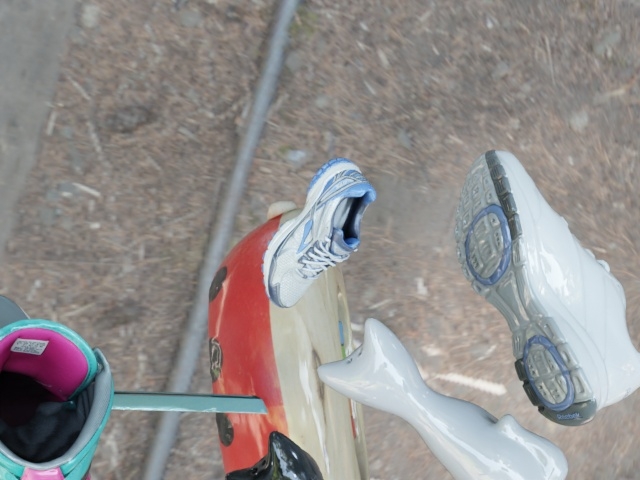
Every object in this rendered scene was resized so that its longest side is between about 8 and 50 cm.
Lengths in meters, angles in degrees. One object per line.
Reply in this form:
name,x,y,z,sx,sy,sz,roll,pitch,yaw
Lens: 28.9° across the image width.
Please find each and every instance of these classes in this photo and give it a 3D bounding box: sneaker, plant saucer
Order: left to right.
sneaker,-0.252,0.113,1.028,0.295,0.124,0.178,62,145,39
plant saucer,-0.154,0.171,1.317,0.192,0.067,0.018,2,87,-10
sneaker,0.000,0.000,1.018,0.058,0.052,0.135,37,103,44
sneaker,0.236,0.041,1.279,0.111,0.129,0.297,-40,68,55

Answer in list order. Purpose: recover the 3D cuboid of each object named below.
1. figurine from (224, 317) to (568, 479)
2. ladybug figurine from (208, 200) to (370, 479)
figurine,0.059,0.189,1.021,0.209,0.092,0.215,37,107,-4
ladybug figurine,-0.040,0.177,1.507,0.162,0.305,0.449,-8,81,5
